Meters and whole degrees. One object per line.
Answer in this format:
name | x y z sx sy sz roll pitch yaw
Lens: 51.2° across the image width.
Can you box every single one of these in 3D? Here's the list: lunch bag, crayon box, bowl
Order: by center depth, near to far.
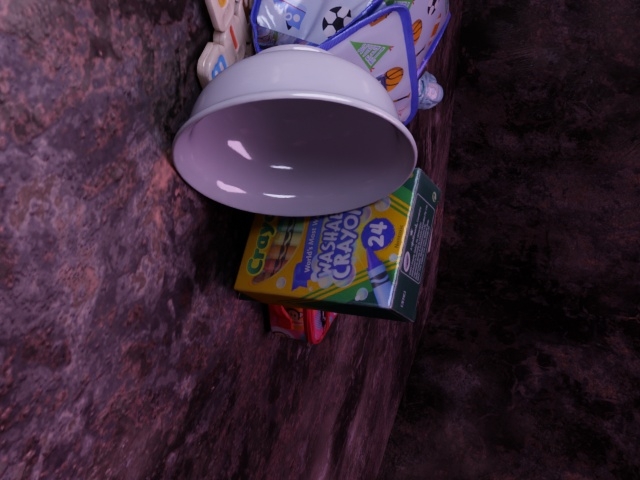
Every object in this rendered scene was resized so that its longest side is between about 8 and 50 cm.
bowl | -0.032 -0.149 0.846 0.298 0.298 0.134 64 24 -64
crayon box | 0.000 0.000 1.002 0.083 0.323 0.203 33 65 -50
lunch bag | 0.054 -0.331 1.036 0.385 0.239 0.328 -61 161 -14
lunch bag | -0.027 0.037 1.246 0.258 0.120 0.292 -50 145 -53

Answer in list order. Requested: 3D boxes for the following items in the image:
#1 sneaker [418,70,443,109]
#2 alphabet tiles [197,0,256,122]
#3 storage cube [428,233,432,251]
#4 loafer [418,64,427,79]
sneaker | 0.270 -0.440 1.892 0.366 0.150 0.135 -28 125 -70
alphabet tiles | -0.101 -0.293 0.948 0.278 0.021 0.284 77 28 -58
storage cube | 0.199 -0.051 1.804 0.184 0.193 0.214 -35 134 -68
loafer | 0.195 -0.432 1.639 0.133 0.130 0.365 68 31 -61
